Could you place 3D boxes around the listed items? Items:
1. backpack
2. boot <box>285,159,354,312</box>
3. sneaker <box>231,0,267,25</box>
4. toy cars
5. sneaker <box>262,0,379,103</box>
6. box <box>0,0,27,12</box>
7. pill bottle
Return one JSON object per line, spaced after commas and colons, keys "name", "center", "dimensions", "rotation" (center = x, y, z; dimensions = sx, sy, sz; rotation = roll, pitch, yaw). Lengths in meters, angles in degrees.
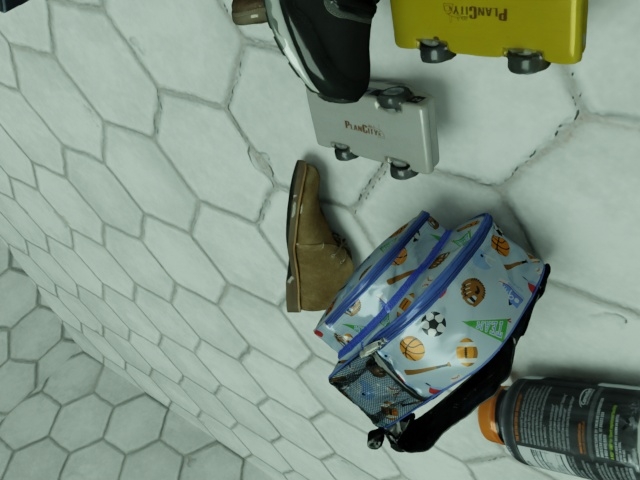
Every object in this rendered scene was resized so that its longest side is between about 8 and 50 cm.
{"name": "backpack", "center": [0.141, 0.083, 0.726], "dimensions": [0.213, 0.276, 0.263], "rotation": [44, 134, -6]}
{"name": "boot", "center": [0.000, 0.000, 0.929], "dimensions": [0.115, 0.112, 0.305], "rotation": [2, 134, 3]}
{"name": "sneaker", "center": [-0.060, -0.270, 0.580], "dimensions": [0.066, 0.188, 0.071], "rotation": [-9, 124, 6]}
{"name": "toy cars", "center": [0.114, -0.178, 0.590], "dimensions": [0.176, 0.087, 0.394], "rotation": [55, 151, 2]}
{"name": "sneaker", "center": [0.020, -0.264, 0.489], "dimensions": [0.124, 0.107, 0.283], "rotation": [-3, 101, 39]}
{"name": "box", "center": [-0.284, -0.419, 0.525], "dimensions": [0.296, 0.294, 0.183], "rotation": [42, 147, 1]}
{"name": "pill bottle", "center": [0.346, 0.259, 0.809], "dimensions": [0.246, 0.130, 0.130], "rotation": [-7, 124, 50]}
